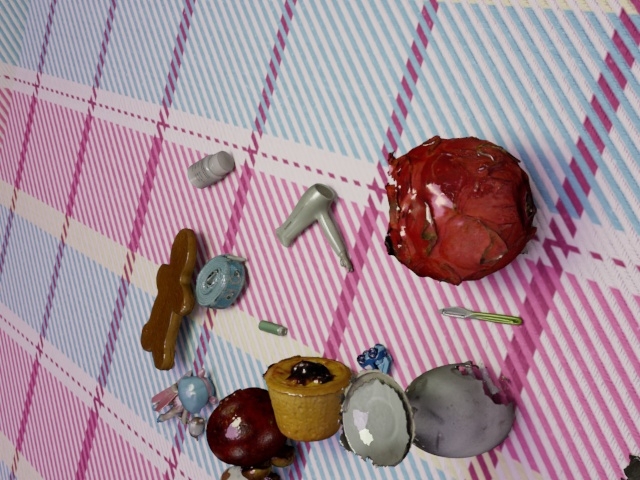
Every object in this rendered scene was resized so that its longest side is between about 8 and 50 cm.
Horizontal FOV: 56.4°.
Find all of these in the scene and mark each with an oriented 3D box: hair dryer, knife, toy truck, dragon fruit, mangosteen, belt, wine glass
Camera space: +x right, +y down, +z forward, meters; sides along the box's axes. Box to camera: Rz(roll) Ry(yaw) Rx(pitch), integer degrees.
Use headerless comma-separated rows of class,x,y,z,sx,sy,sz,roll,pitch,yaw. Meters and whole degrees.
hair dryer,0.000,0.000,1.521,0.237,0.075,0.206,54,125,18
knife,0.335,0.159,1.266,0.184,0.026,0.022,5,129,36
toy truck,0.133,0.293,1.396,0.073,0.056,0.090,-34,80,25
dragon fruit,0.261,-0.061,1.174,0.302,0.295,0.295,-1,87,34
mangosteen,-0.167,0.504,1.524,0.215,0.215,0.257,-34,88,31
belt,-0.284,0.122,1.706,0.163,0.082,0.147,-14,70,46
wine glass,0.215,0.332,1.148,0.190,0.357,0.190,-9,79,49

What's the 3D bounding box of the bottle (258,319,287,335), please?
bottle,-0.129,0.237,1.611,0.083,0.030,0.030,10,93,37

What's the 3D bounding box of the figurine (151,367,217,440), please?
figurine,-0.408,0.494,1.763,0.260,0.103,0.205,-32,68,31

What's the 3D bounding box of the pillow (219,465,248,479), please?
pillow,-0.186,0.707,1.600,0.233,0.086,0.214,-7,93,34

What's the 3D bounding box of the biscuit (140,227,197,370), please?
biscuit,-0.437,0.172,1.807,0.283,0.064,0.432,30,105,55

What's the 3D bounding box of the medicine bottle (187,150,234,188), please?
medicine bottle,-0.323,-0.210,1.759,0.130,0.080,0.080,-23,73,34

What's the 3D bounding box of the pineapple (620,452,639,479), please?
pineapple,0.589,0.488,0.983,0.158,0.158,0.278,-30,58,32

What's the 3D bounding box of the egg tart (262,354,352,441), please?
egg tart,-0.031,0.372,1.425,0.215,0.215,0.171,9,104,38
